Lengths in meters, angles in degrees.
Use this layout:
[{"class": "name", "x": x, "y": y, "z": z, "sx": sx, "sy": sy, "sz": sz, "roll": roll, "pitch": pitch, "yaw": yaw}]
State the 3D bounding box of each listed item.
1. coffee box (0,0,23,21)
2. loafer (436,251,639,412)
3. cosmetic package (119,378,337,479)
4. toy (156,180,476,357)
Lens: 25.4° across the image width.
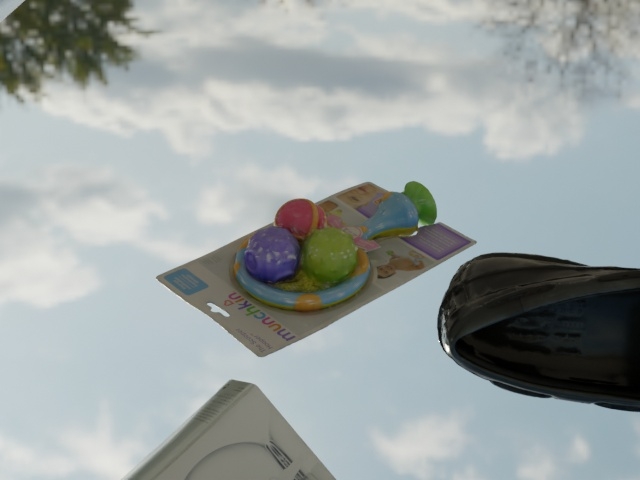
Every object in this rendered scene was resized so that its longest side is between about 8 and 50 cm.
[{"class": "coffee box", "x": -0.213, "y": -0.169, "z": 0.388, "sx": 0.119, "sy": 0.297, "sz": 0.168, "roll": -22, "pitch": -168, "yaw": 48}, {"class": "loafer", "x": 0.164, "y": 0.048, "z": 0.643, "sx": 0.223, "sy": 0.076, "sz": 0.078, "roll": 4, "pitch": -160, "yaw": 9}, {"class": "cosmetic package", "x": -0.058, "y": 0.365, "z": 1.355, "sx": 0.284, "sy": 0.377, "sz": 0.097, "roll": -42, "pitch": -169, "yaw": -14}, {"class": "toy", "x": 0.000, "y": 0.000, "z": 1.163, "sx": 0.237, "sy": 0.056, "sz": 0.137, "roll": -23, "pitch": -140, "yaw": -36}]
